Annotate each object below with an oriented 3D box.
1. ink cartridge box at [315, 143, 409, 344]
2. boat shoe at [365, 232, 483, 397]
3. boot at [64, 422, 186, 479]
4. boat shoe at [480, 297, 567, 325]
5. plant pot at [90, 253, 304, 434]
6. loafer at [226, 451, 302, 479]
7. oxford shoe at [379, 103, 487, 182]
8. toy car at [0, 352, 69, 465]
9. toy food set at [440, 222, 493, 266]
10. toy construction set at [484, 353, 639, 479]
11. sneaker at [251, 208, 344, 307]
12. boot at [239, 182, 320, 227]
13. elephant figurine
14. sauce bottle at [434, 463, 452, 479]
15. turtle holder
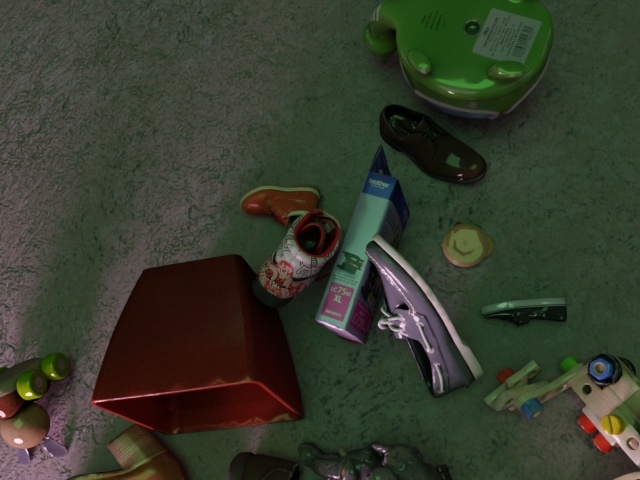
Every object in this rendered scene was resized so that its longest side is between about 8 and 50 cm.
[{"bbox_3d":[0.087,0.014,1.082,0.065,0.186,0.311,14,78,17],"label":"ink cartridge box"},{"bbox_3d":[0.148,0.129,0.998,0.099,0.320,0.116,-36,26,2],"label":"boat shoe"},{"bbox_3d":[-0.351,0.489,1.105,0.283,0.109,0.220,-39,74,-8],"label":"boot"},{"bbox_3d":[0.343,0.123,1.066,0.142,0.049,0.040,-7,74,9],"label":"boat shoe"},{"bbox_3d":[-0.192,0.174,1.075,0.266,0.267,0.236,-10,62,10],"label":"plant pot"},{"bbox_3d":[-0.068,0.521,1.002,0.130,0.134,0.366,-12,72,10],"label":"loafer"},{"bbox_3d":[0.200,-0.178,1.160,0.227,0.096,0.083,30,81,17],"label":"oxford shoe"},{"bbox_3d":[-0.549,0.330,1.193,0.154,0.149,0.189,-15,100,12],"label":"toy car"},{"bbox_3d":[0.259,0.007,1.132,0.083,0.020,0.083,-38,70,1],"label":"toy food set"},{"bbox_3d":[0.419,0.298,0.957,0.328,0.151,0.215,48,114,28],"label":"toy construction set"},{"bbox_3d":[0.001,0.001,1.059,0.090,0.270,0.145,43,127,5],"label":"sneaker"},{"bbox_3d":[-0.081,-0.060,1.196,0.157,0.059,0.085,-5,50,12],"label":"boot"},{"bbox_3d":[0.096,0.382,1.008,0.169,0.239,0.186,-34,96,-15],"label":"elephant figurine"},{"bbox_3d":[0.217,0.425,1.012,0.042,0.042,0.128,-24,73,5],"label":"sauce bottle"},{"bbox_3d":[0.237,-0.325,1.122,0.319,0.227,0.244,-7,74,12],"label":"turtle holder"}]
